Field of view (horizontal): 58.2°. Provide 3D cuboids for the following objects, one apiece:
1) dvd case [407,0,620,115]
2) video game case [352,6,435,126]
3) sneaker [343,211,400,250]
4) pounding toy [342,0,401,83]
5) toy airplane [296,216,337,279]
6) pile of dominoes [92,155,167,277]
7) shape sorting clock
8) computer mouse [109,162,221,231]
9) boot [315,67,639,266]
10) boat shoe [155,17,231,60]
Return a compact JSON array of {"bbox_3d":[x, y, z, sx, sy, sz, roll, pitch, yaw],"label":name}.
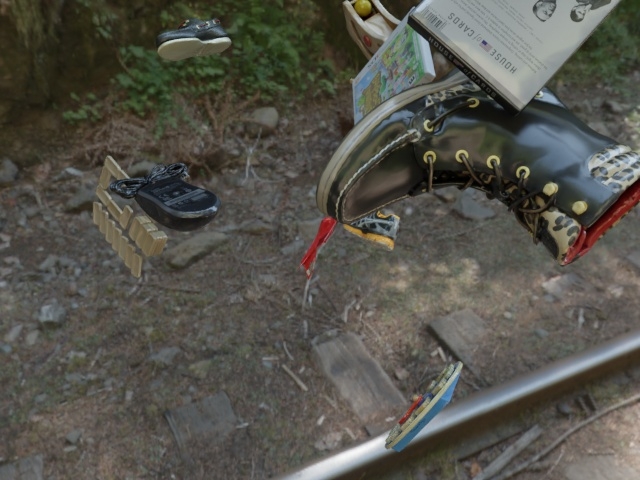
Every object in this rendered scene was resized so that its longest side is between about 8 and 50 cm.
[{"bbox_3d":[0.249,-0.296,0.704,0.179,0.029,0.239,42,84,4],"label":"dvd case"},{"bbox_3d":[0.122,-0.288,1.029,0.023,0.193,0.213,23,44,-24],"label":"video game case"},{"bbox_3d":[0.133,-0.034,1.438,0.084,0.083,0.215,27,-1,-29],"label":"sneaker"},{"bbox_3d":[0.128,-0.465,1.383,0.154,0.154,0.270,-32,79,-5],"label":"pounding toy"},{"bbox_3d":[0.000,0.000,0.992,0.028,0.151,0.151,29,41,4],"label":"toy airplane"},{"bbox_3d":[-0.466,-0.057,1.399,0.251,0.196,0.040,45,32,24],"label":"pile of dominoes"},{"bbox_3d":[0.185,0.296,1.042,0.040,0.206,0.206,40,46,9],"label":"shape sorting clock"},{"bbox_3d":[-0.315,-0.083,1.252,0.188,0.072,0.272,-24,39,-36],"label":"computer mouse"},{"bbox_3d":[0.212,-0.080,0.738,0.377,0.138,0.284,-32,59,-20],"label":"boot"},{"bbox_3d":[-0.172,-0.267,0.757,0.048,0.042,0.133,-24,8,36],"label":"boat shoe"}]
